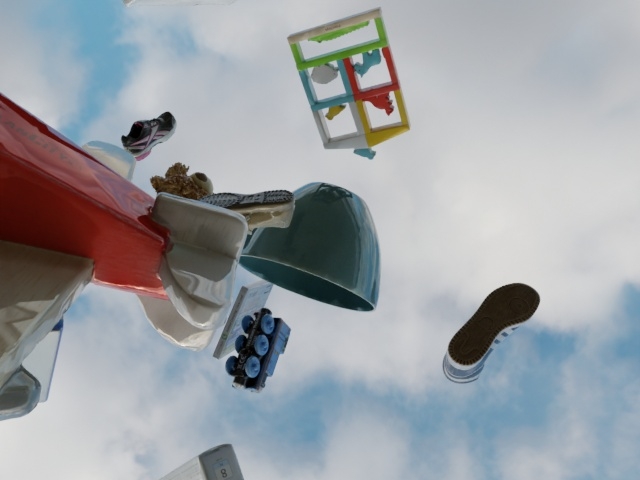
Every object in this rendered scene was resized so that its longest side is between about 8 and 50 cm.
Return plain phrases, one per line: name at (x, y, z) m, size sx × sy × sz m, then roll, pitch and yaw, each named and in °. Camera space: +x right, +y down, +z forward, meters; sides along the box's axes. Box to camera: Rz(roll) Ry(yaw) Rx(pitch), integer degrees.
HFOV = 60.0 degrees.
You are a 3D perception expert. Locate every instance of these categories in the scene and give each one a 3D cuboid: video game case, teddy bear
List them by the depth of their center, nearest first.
teddy bear at (-0.276, -0.079, 1.333) m, size 0.113 × 0.338 × 0.245 m, roll -31°, pitch -123°, yaw 0°
video game case at (-0.192, 0.193, 1.425) m, size 0.023 × 0.212 × 0.193 m, roll 25°, pitch -82°, yaw 11°

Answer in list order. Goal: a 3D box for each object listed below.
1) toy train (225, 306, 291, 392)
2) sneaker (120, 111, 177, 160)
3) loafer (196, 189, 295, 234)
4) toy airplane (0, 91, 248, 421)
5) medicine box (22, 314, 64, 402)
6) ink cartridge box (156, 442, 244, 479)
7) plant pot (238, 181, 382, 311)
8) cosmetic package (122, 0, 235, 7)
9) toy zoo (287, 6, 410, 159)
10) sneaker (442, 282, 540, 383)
toy train at (-0.129, 0.235, 1.167) m, size 0.080 × 0.105 × 0.184 m, roll -6°, pitch -130°, yaw 31°
sneaker at (-0.444, -0.285, 1.434) m, size 0.072 × 0.077 × 0.178 m, roll 13°, pitch -128°, yaw 25°
loafer at (-0.104, -0.033, 0.732) m, size 0.148 × 0.050 × 0.056 m, roll -2°, pitch -152°, yaw 12°
toy airplane at (-0.257, -0.001, 0.485) m, size 0.272 × 0.386 × 0.384 m, roll -48°, pitch -114°, yaw 16°
medicine box at (-0.662, 0.167, 1.224) m, size 0.149 × 0.263 × 0.289 m, roll 6°, pitch -140°, yaw -30°
ink cartridge box at (-0.223, 0.660, 1.166) m, size 0.091 × 0.308 × 0.384 m, roll -7°, pitch -116°, yaw -43°
plant pot at (0.000, 0.000, 1.098) m, size 0.290 × 0.290 × 0.195 m, roll 16°, pitch -105°, yaw 16°
cosmetic package at (-0.259, -0.549, 0.823) m, size 0.098 × 0.284 × 0.377 m, roll -18°, pitch -76°, yaw 31°
toy zoo at (0.069, -0.301, 1.138) m, size 0.192 × 0.293 × 0.030 m, roll -10°, pitch -149°, yaw 19°
sneaker at (0.386, 0.217, 1.279) m, size 0.282 × 0.153 × 0.099 m, roll -35°, pitch -121°, yaw -22°
